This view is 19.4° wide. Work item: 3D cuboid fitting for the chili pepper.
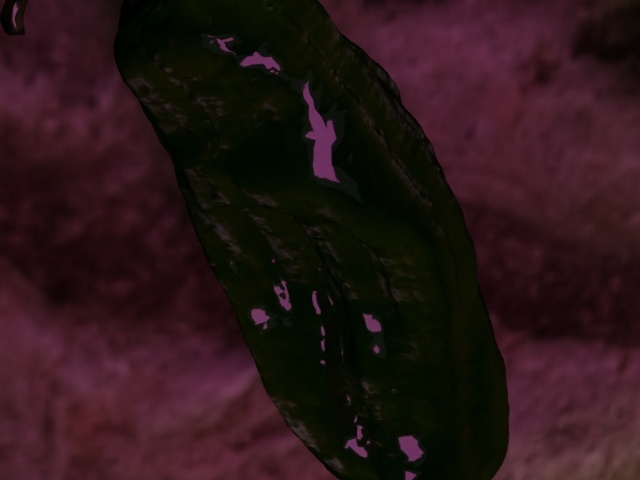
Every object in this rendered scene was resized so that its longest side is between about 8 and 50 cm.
[{"bbox_3d":[-0.001,-0.003,0.613,0.100,0.074,0.257,-4,125,33],"label":"chili pepper"}]
